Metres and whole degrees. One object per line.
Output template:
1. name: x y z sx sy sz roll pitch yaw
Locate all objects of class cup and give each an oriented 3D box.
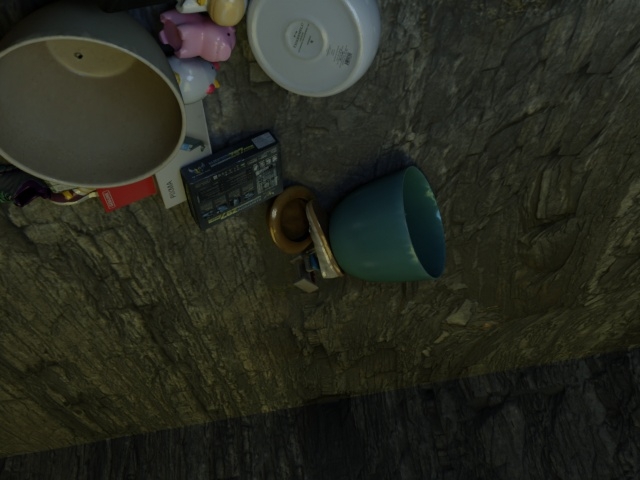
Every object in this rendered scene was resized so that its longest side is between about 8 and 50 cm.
1. cup: -0.405 -0.288 1.118 0.331 0.237 0.331 -6 144 -5

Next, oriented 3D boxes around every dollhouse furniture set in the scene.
1. dollhouse furniture set: 0.001 0.041 1.777 0.129 0.183 0.129 -27 144 24

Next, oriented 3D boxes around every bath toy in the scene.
1. bath toy: -0.205 -0.387 1.142 0.129 0.151 0.348 -33 162 -36

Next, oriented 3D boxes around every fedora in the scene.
1. fedora: -0.083 -0.059 1.671 0.079 0.194 0.194 14 165 40

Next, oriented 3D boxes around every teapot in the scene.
1. teapot: 0.003 -0.397 1.132 0.256 0.187 0.252 -11 123 33

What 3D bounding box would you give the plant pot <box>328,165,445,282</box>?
1. plant pot: 0.164 -0.021 1.654 0.235 0.293 0.293 -14 148 27

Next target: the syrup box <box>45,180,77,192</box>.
1. syrup box: -0.562 -0.210 1.328 0.093 0.096 0.237 -12 146 -1

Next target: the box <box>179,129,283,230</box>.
1. box: -0.201 -0.139 1.493 0.233 0.059 0.183 -28 150 -17

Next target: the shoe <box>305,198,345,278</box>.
1. shoe: 0.000 0.000 1.659 0.058 0.219 0.076 -16 -168 22

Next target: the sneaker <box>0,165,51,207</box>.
1. sneaker: -0.710 -0.113 1.432 0.224 0.098 0.083 -14 147 5

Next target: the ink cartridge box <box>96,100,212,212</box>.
1. ink cartridge box: -0.368 -0.178 1.381 0.261 0.066 0.296 -26 150 -17

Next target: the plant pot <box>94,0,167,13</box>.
1. plant pot: -0.274 -0.444 0.926 0.188 0.187 0.167 -35 177 -44

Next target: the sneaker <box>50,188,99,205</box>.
1. sneaker: -0.545 -0.138 1.478 0.185 0.069 0.084 -12 139 -8
